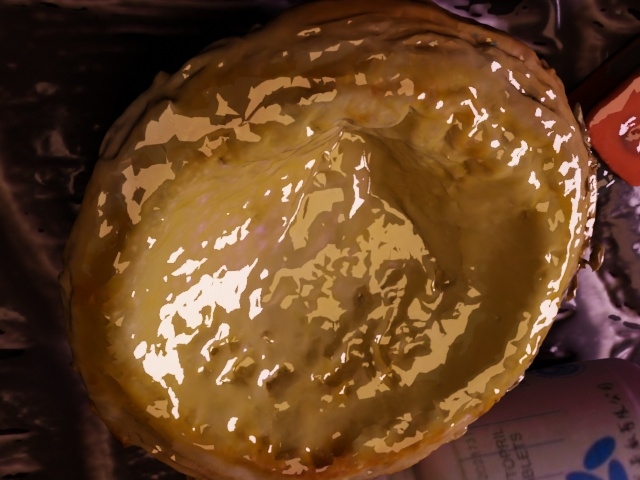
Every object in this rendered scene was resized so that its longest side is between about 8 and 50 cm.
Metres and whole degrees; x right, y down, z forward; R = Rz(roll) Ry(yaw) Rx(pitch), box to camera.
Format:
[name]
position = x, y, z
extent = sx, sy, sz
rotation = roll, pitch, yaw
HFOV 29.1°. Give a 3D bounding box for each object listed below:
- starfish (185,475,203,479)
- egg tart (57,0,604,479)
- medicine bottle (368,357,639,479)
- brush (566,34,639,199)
[starfish]
position = -0.108, 0.236, 0.866
extent = 0.176, 0.053, 0.208
rotation = -30, 122, 15
[egg tart]
position = 0.000, 0.000, 0.688
extent = 0.315, 0.120, 0.315
rotation = -9, 121, -15
[medicine bottle]
position = 0.104, 0.168, 0.821
extent = 0.254, 0.152, 0.152
rotation = -7, 125, -13
[brush]
position = 0.245, -0.122, 0.737
extent = 0.323, 0.051, 0.070
rotation = -39, 120, 13
